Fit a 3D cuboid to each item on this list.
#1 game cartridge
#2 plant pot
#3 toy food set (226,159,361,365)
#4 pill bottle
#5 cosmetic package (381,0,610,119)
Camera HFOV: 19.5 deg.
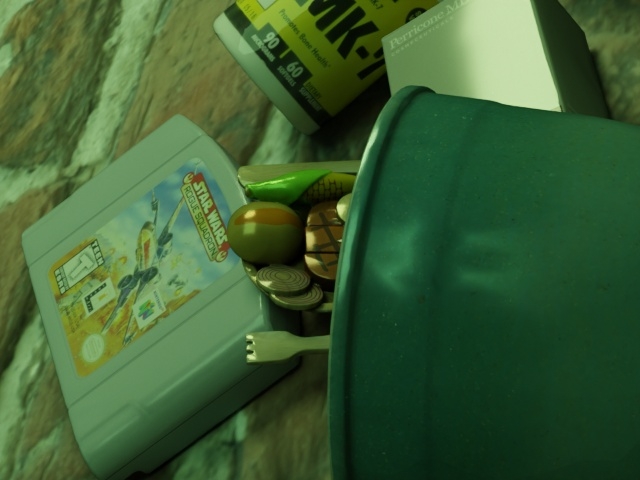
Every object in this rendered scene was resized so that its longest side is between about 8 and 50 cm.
[{"bbox_3d":[-0.122,0.030,1.432,0.198,0.062,0.297,-40,39,11],"label":"game cartridge"},{"bbox_3d":[0.162,0.058,1.000,0.255,0.271,0.271,4,56,17],"label":"plant pot"},{"bbox_3d":[0.000,0.000,1.323,0.132,0.038,0.192,-5,47,-1],"label":"toy food set"},{"bbox_3d":[0.030,-0.190,1.442,0.208,0.119,0.119,-41,39,4],"label":"pill bottle"},{"bbox_3d":[0.128,-0.066,1.265,0.127,0.107,0.238,-31,44,20],"label":"cosmetic package"}]
